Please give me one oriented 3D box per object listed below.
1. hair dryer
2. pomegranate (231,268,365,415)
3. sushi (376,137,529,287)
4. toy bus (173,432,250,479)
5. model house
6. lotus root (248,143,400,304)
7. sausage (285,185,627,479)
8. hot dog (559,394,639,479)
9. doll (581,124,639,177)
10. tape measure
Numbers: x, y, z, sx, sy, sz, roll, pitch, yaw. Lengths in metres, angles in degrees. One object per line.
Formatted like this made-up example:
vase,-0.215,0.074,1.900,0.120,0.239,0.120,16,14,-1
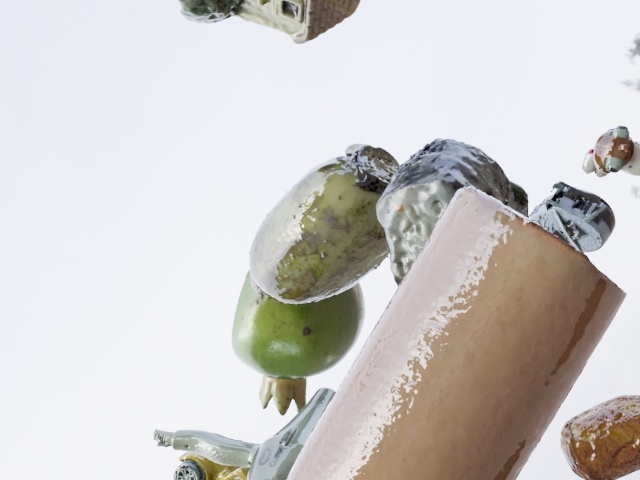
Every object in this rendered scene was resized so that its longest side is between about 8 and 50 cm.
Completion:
hair dryer,-0.068,0.252,0.973,0.219,0.224,0.088,-24,-59,-44
pomegranate,-0.026,0.178,1.462,0.309,0.216,0.359,-29,-54,-67
sushi,0.147,0.010,0.748,0.225,0.124,0.127,61,-140,-21
toy bus,-0.087,0.451,1.174,0.123,0.336,0.121,-42,-15,19
model house,-0.058,-0.449,1.107,0.321,0.266,0.261,95,-162,-62
lotus root,0.000,0.000,1.060,0.173,0.173,0.309,-12,-27,-48
sausage,0.072,0.102,0.456,0.123,0.123,0.253,29,-87,-53
hot dog,0.394,0.263,0.995,0.147,0.099,0.065,-27,-26,1
doll,0.253,-0.075,0.646,0.058,0.085,0.040,17,-87,-19
tape measure,0.320,-0.028,0.933,0.054,0.094,0.091,-52,-9,-22
